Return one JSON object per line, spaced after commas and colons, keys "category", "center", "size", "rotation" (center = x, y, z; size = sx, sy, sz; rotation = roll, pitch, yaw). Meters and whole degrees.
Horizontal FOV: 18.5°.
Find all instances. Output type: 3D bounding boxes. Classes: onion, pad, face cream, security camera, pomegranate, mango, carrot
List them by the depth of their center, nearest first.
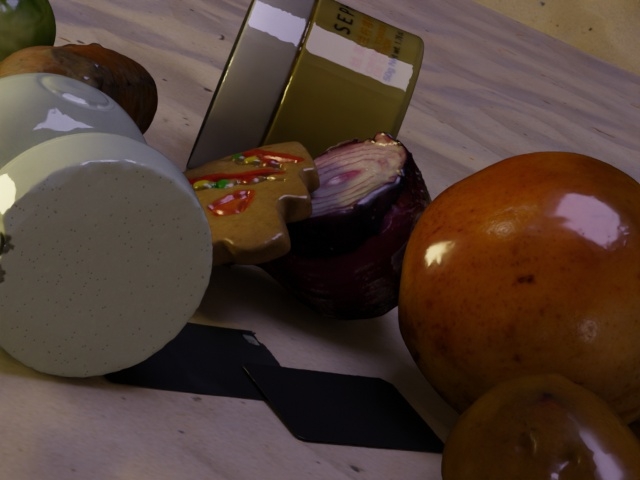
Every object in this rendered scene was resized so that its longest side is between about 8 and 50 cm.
{"category": "mango", "center": [0.184, 0.194, 1.463], "size": [0.156, 0.151, 0.249], "rotation": [-16, 38, -13]}
{"category": "security camera", "center": [-0.205, -0.027, 1.520], "size": [0.194, 0.195, 0.236], "rotation": [12, 23, -30]}
{"category": "pad", "center": [-0.109, 0.093, 1.587], "size": [0.193, 0.004, 0.116], "rotation": [10, 24, -35]}
{"category": "pad", "center": [0.021, 0.138, 1.612], "size": [0.157, 0.003, 0.112], "rotation": [9, 25, -35]}
{"category": "pomegranate", "center": [0.198, 0.051, 1.667], "size": [0.264, 0.264, 0.264], "rotation": [20, 18, -7]}
{"category": "onion", "center": [0.000, 0.000, 1.797], "size": [0.218, 0.140, 0.195], "rotation": [-16, 29, 10]}
{"category": "carrot", "center": [-0.244, -0.121, 1.850], "size": [0.138, 0.139, 0.302], "rotation": [24, 11, 3]}
{"category": "face cream", "center": [-0.015, -0.141, 2.013], "size": [0.179, 0.218, 0.218], "rotation": [22, 18, -6]}

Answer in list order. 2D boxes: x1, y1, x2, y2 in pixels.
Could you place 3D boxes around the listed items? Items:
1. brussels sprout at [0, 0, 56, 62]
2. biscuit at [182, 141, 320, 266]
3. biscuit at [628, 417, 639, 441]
{"category": "brussels sprout", "center": [-0.365, -0.218, 1.924], "size": [0.223, 0.161, 0.223], "rotation": [13, 36, -10]}
{"category": "biscuit", "center": [-0.084, -0.036, 1.725], "size": [0.212, 0.041, 0.238], "rotation": [2, 29, 35]}
{"category": "biscuit", "center": [0.311, 0.155, 1.763], "size": [0.154, 0.045, 0.299], "rotation": [-7, 21, -34]}
